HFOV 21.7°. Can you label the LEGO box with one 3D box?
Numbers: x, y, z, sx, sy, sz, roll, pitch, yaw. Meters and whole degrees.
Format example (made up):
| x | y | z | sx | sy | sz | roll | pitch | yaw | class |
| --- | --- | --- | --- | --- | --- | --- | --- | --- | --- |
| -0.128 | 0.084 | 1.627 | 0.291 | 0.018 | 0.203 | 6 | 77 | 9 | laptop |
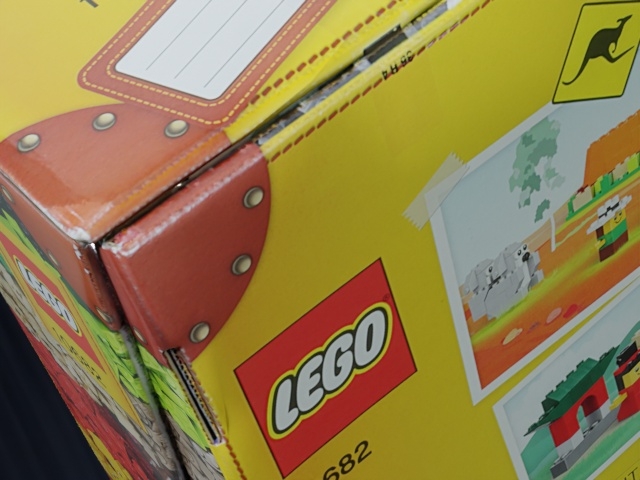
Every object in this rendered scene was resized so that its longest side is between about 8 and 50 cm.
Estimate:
| x | y | z | sx | sy | sz | roll | pitch | yaw | class |
| --- | --- | --- | --- | --- | --- | --- | --- | --- | --- |
| 0.107 | -0.066 | 0.748 | 0.500 | 0.193 | 0.372 | -37 | 138 | -16 | LEGO box |
